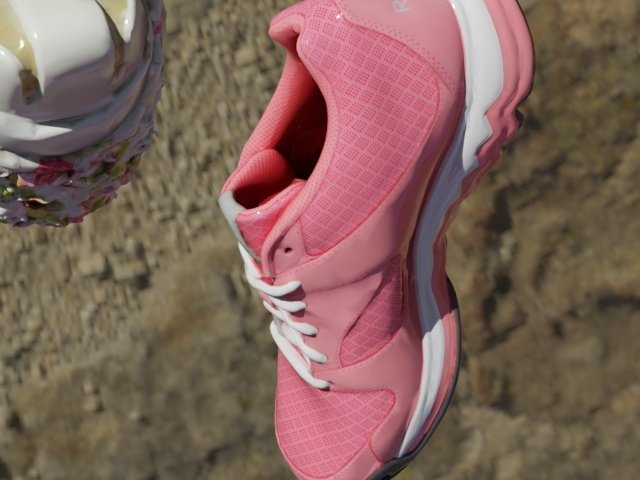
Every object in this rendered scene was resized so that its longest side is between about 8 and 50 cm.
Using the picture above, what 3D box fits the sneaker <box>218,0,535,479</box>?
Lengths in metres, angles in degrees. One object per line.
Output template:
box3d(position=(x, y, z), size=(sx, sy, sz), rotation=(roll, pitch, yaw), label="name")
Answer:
box3d(position=(0.000, -0.001, 1.000), size=(0.136, 0.116, 0.314), rotation=(-8, 124, -33), label="sneaker")

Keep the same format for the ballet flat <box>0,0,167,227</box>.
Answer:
box3d(position=(-0.079, -0.087, 0.504), size=(0.091, 0.077, 0.241), rotation=(-18, 130, -17), label="ballet flat")
